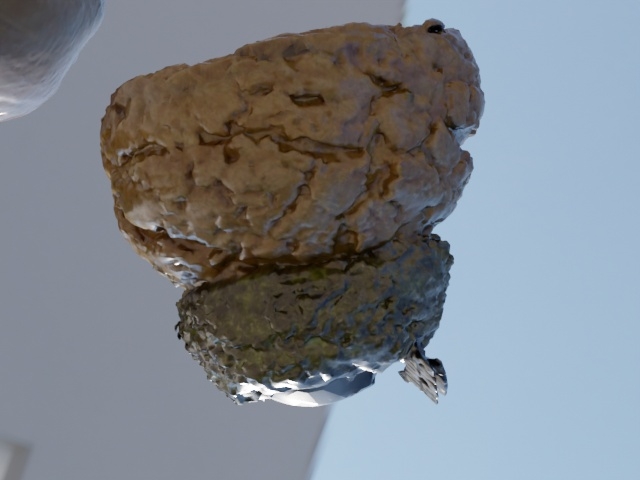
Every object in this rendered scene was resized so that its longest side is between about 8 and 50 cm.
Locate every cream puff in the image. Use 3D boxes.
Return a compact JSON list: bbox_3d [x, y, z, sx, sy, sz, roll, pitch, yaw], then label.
[{"bbox_3d":[0.000,0.000,0.921,0.183,0.183,0.169,-20,-101,47],"label":"cream puff"}]

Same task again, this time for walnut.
[{"bbox_3d":[-0.277,-0.189,1.550,0.203,0.298,0.203,-10,-115,23],"label":"walnut"}]
